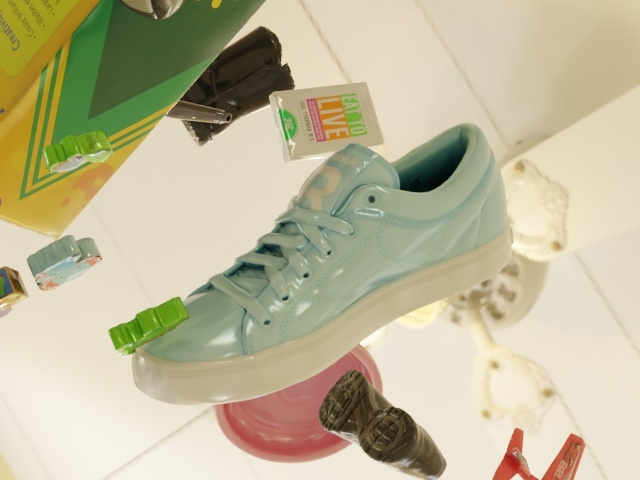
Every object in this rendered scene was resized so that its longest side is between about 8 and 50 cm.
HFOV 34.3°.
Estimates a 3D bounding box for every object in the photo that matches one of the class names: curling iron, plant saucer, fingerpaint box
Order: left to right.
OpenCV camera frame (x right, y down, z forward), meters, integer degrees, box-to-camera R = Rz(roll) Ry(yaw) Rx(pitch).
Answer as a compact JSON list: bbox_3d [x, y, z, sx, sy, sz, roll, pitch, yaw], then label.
[{"bbox_3d":[-0.295,-0.288,1.095,0.371,0.163,0.445,-47,-126,11],"label":"fingerpaint box"},{"bbox_3d":[-0.249,-0.189,1.499,0.274,0.068,0.035,11,-53,23],"label":"curling iron"},{"bbox_3d":[-0.046,0.291,2.037,0.084,0.332,0.332,-104,-167,-57],"label":"plant saucer"}]

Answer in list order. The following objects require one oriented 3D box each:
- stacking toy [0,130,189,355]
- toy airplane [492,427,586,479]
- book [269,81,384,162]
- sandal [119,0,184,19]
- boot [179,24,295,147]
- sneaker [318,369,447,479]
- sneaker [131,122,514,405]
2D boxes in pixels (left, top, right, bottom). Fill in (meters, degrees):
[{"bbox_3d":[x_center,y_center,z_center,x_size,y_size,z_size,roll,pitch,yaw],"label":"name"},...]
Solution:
[{"bbox_3d":[-0.222,0.036,0.769,0.167,0.221,0.052,64,5,17],"label":"stacking toy"},{"bbox_3d":[0.218,0.250,1.049,0.028,0.151,0.151,2,-66,45],"label":"toy airplane"},{"bbox_3d":[0.008,-0.165,1.435,0.035,0.144,0.096,-28,-105,65],"label":"book"},{"bbox_3d":[-0.123,-0.310,0.784,0.120,0.086,0.302,29,-49,29],"label":"sandal"},{"bbox_3d":[-0.177,-0.306,1.733,0.246,0.207,0.094,58,-11,-16],"label":"boot"},{"bbox_3d":[0.095,0.302,1.635,0.130,0.109,0.286,41,-2,-28],"label":"sneaker"},{"bbox_3d":[0.000,0.000,0.840,0.135,0.366,0.150,19,-53,50],"label":"sneaker"}]
